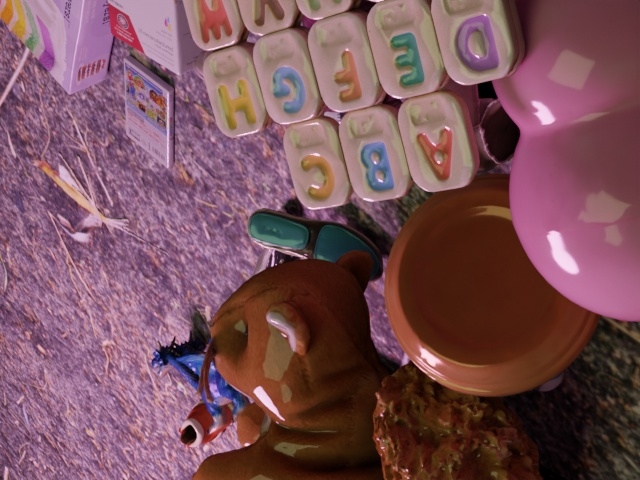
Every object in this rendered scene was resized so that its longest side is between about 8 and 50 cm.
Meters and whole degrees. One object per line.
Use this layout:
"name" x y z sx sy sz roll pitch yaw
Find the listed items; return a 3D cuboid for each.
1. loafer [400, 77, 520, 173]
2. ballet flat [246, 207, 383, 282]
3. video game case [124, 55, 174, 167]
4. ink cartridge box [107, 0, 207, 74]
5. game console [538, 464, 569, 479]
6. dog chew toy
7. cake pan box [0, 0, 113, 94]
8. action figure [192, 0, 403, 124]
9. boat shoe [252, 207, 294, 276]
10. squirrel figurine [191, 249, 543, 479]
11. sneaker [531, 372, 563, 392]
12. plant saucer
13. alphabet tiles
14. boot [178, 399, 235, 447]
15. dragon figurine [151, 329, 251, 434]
"loafer" 0.124 -0.119 1.002 0.087 0.251 0.094 -5 74 23
"ballet flat" 0.000 0.000 1.375 0.168 0.052 0.057 22 100 19
"video game case" -0.213 -0.159 1.564 0.087 0.011 0.122 38 142 29
"ink cartridge box" -0.169 -0.287 1.347 0.127 0.072 0.175 34 140 34
"game console" 0.137 0.326 1.467 0.386 0.060 0.342 27 130 38
"dog chew toy" 0.212 -0.117 0.882 0.206 0.206 0.332 -9 100 55
"cake pan box" -0.336 -0.350 1.525 0.246 0.070 0.267 46 145 15
"action figure" 0.037 -0.224 1.085 0.275 0.248 0.370 -2 133 11
"boat shoe" -0.049 0.016 1.464 0.038 0.046 0.125 15 126 -10
"squirrel figurine" 0.057 0.198 1.267 0.397 0.281 0.371 -2 103 35
"sneaker" 0.166 0.055 1.199 0.190 0.071 0.083 37 136 17
"plant saucer" 0.147 0.035 1.101 0.200 0.200 0.037 41 -175 25
"alphabet tiles" 0.011 -0.162 0.906 0.284 0.021 0.278 -7 101 41
"boot" -0.175 0.265 1.792 0.059 0.084 0.158 53 148 5
"dragon figurine" -0.132 0.163 1.649 0.144 0.085 0.289 58 148 1
